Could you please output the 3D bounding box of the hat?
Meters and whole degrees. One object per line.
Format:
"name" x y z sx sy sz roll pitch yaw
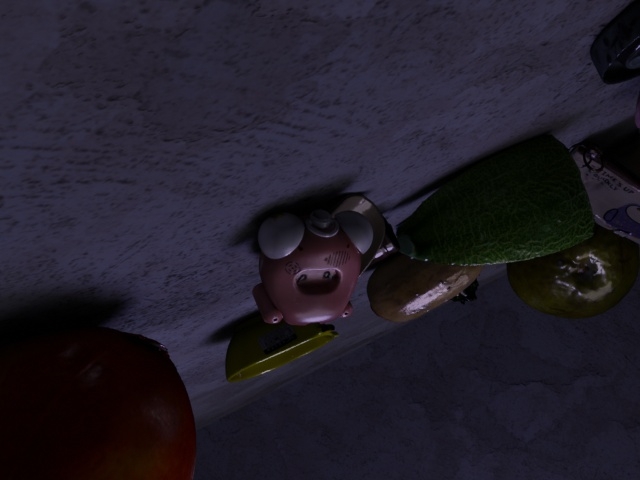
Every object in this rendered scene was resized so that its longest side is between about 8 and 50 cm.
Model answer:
"hat" 0.000 0.000 1.175 0.166 0.144 0.173 28 87 -39

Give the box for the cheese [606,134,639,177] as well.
"cheese" 0.743 -0.127 1.730 0.248 0.173 0.251 -9 -136 37

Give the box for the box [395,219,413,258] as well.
"box" 0.261 -0.038 1.478 0.194 0.073 0.139 -11 160 -47

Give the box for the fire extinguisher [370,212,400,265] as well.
"fire extinguisher" 0.005 0.040 1.295 0.252 0.075 0.106 -28 166 13

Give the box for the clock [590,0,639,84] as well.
"clock" 0.451 -0.281 0.978 0.215 0.041 0.215 -25 166 -6

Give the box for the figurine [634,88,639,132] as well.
"figurine" 0.627 -0.209 1.215 0.253 0.211 0.361 -30 165 16

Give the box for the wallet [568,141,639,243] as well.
"wallet" 0.635 -0.082 1.603 0.068 0.335 0.275 -57 176 -7

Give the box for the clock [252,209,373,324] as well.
"clock" -0.010 0.034 1.061 0.166 0.092 0.162 -2 122 -22

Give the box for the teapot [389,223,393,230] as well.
"teapot" 0.095 0.006 1.368 0.088 0.057 0.066 -28 167 10

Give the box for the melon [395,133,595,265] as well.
"melon" 0.293 -0.042 1.303 0.324 0.196 0.124 -20 176 -12

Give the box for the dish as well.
"dish" -0.100 0.212 1.672 0.263 0.108 0.221 -25 167 1

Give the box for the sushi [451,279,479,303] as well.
"sushi" 0.363 0.110 2.085 0.149 0.140 0.287 -24 169 19

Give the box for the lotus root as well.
"lotus root" 0.254 0.058 1.681 0.343 0.151 0.169 -35 180 17

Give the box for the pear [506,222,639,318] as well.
"pear" 0.681 0.049 2.044 0.352 0.351 0.413 -30 180 14

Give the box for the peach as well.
"peach" -0.332 0.274 1.022 0.370 0.370 0.370 -25 167 -6
